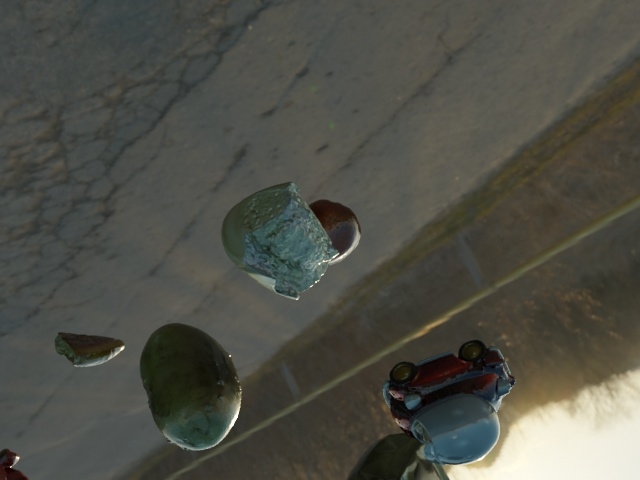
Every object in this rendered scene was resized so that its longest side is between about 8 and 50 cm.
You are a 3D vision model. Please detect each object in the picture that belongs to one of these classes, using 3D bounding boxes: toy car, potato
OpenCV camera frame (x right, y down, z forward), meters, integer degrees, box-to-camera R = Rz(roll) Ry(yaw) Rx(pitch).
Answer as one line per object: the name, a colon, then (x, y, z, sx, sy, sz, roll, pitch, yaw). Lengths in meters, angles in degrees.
toy car: (0.147, 0.183, 0.910, 0.139, 0.112, 0.112, -26, 132, 8)
potato: (-0.268, 0.304, 1.758, 0.173, 0.307, 0.210, -42, 126, 14)

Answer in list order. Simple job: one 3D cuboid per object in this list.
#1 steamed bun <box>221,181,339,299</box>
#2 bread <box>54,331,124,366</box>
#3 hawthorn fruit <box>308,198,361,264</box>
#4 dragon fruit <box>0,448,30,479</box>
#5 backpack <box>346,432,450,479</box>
steamed bun: (-0.072, 0.019, 1.685, 0.200, 0.170, 0.225, -21, 139, 27)
bread: (-0.483, 0.232, 1.807, 0.136, 0.054, 0.154, -1, -166, -35)
hawthorn fruit: (0.000, 0.000, 1.989, 0.194, 0.157, 0.157, -57, 172, -11)
dragon fruit: (-0.308, 0.275, 0.864, 0.068, 0.126, 0.112, -23, -165, -39)
backpack: (0.122, 0.404, 1.153, 0.140, 0.253, 0.207, -28, -178, 25)
